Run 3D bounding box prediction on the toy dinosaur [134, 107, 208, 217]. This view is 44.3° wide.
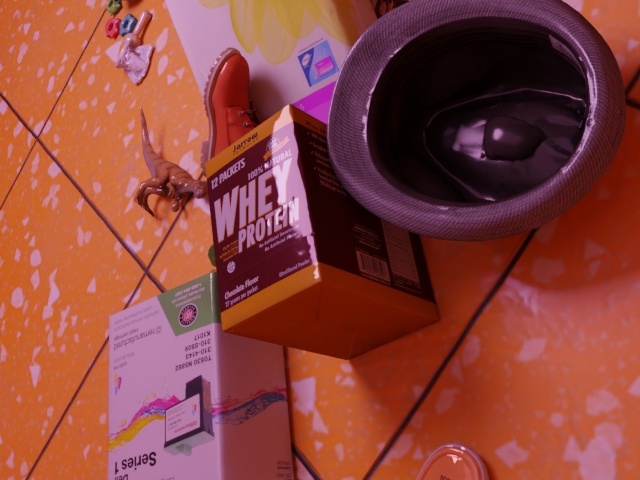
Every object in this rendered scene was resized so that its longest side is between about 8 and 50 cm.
[{"bbox_3d":[-0.232,-0.096,1.159,0.211,0.064,0.112,38,83,33],"label":"toy dinosaur"}]

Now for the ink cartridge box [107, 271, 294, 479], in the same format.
[{"bbox_3d":[-0.147,0.204,0.927,0.201,0.117,0.278,-23,62,34],"label":"ink cartridge box"}]

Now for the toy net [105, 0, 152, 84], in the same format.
[{"bbox_3d":[-0.341,-0.362,1.347,0.122,0.045,0.232,-27,59,32],"label":"toy net"}]

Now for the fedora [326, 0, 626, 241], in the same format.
[{"bbox_3d":[0.156,-0.110,0.758,0.276,0.124,0.243,4,80,31],"label":"fedora"}]

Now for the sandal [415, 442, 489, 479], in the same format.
[{"bbox_3d":[0.074,0.312,0.721,0.102,0.076,0.265,13,85,44],"label":"sandal"}]

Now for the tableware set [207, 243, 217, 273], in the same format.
[{"bbox_3d":[-0.090,0.022,1.007,0.154,0.024,0.104,-25,57,35],"label":"tableware set"}]

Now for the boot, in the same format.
[{"bbox_3d":[-0.085,-0.133,0.879,0.085,0.059,0.157,21,123,26],"label":"boot"}]

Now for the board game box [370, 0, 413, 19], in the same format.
[{"bbox_3d":[0.062,-0.281,0.961,0.243,0.042,0.165,-15,66,38],"label":"board game box"}]

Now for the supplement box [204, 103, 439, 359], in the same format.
[{"bbox_3d":[0.000,0.000,0.816,0.129,0.191,0.194,-29,57,32],"label":"supplement box"}]

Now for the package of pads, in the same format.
[{"bbox_3d":[-0.046,-0.222,0.922,0.229,0.101,0.296,-21,90,37],"label":"package of pads"}]
